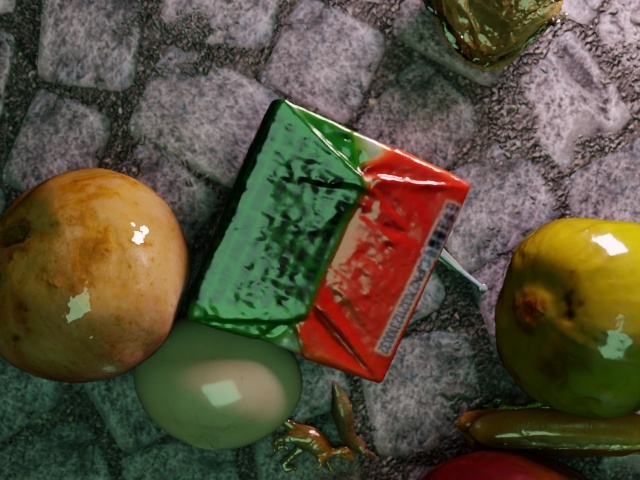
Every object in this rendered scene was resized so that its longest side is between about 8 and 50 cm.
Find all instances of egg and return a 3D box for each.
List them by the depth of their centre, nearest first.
[{"bbox_3d":[-0.164,0.226,1.845,0.269,0.219,0.219,11,101,6],"label":"egg"}]

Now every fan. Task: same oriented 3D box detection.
[{"bbox_3d":[0.207,0.027,1.936,0.193,0.016,0.038,38,94,-10],"label":"fan"}]

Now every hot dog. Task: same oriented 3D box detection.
[{"bbox_3d":[0.395,0.317,1.956,0.337,0.135,0.100,2,80,-5],"label":"hot dog"}]

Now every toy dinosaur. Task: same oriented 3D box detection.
[{"bbox_3d":[-0.025,0.329,1.973,0.126,0.039,0.162,-20,95,-1],"label":"toy dinosaur"}]

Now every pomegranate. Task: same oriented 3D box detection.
[{"bbox_3d":[-0.349,0.065,1.757,0.338,0.338,0.338,-1,102,-4],"label":"pomegranate"}]

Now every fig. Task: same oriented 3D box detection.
[{"bbox_3d":[0.456,0.121,1.832,0.343,0.343,0.343,-1,102,-4],"label":"fig"}]

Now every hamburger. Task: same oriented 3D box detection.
[{"bbox_3d":[0.281,-0.381,1.816,0.206,0.130,0.183,-36,101,22],"label":"hamburger"}]

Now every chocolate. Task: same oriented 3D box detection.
[{"bbox_3d":[0.000,0.000,1.805,0.341,0.161,0.360,22,95,-16],"label":"chocolate"}]

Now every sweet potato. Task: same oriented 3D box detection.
[{"bbox_3d":[0.046,0.314,1.973,0.041,0.038,0.153,-18,106,23],"label":"sweet potato"}]

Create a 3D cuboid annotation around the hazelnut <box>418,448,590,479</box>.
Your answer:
[{"bbox_3d":[0.328,0.514,1.808,0.353,0.421,0.421,-43,103,-24],"label":"hazelnut"}]
